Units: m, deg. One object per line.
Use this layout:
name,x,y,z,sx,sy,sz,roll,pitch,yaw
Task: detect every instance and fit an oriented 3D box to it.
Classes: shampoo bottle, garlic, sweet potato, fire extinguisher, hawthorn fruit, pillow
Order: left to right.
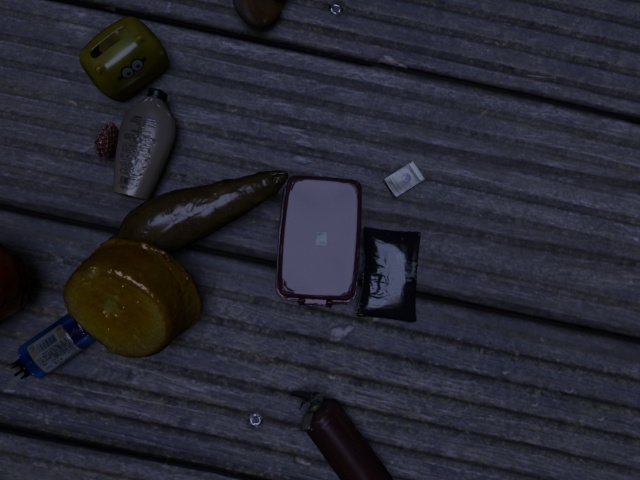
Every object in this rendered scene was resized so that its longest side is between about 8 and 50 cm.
hawthorn fruit,-0.761,0.069,0.858,0.241,0.242,0.272,-35,84,-4
shampoo bottle,-0.597,0.239,0.927,0.183,0.050,0.087,-35,89,-4
shampoo bottle,-0.403,-0.225,0.955,0.127,0.078,0.257,13,87,5
sweet potato,-0.260,-0.066,0.914,0.422,0.130,0.131,-19,86,4
garlic,-0.143,-0.625,0.961,0.214,0.191,0.160,-47,62,7
fire extinguisher,0.036,0.434,0.903,0.104,0.105,0.269,-37,87,-4
pillow,0.159,0.078,0.950,0.141,0.055,0.209,6,87,-1

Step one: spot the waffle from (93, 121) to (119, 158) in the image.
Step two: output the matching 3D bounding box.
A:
waffle,-0.488,-0.229,0.956,0.029,0.075,0.084,17,71,-5

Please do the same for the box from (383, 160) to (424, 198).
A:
box,0.197,-0.143,0.987,0.083,0.024,0.054,-32,84,-2

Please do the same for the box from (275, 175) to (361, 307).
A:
box,0.000,0.000,0.901,0.193,0.167,0.295,4,85,-2

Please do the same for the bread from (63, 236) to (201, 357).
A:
bread,-0.383,0.117,0.859,0.268,0.146,0.269,4,118,7

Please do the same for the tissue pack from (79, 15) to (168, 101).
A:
tissue pack,-0.449,-0.416,0.949,0.178,0.127,0.123,-40,85,-5
